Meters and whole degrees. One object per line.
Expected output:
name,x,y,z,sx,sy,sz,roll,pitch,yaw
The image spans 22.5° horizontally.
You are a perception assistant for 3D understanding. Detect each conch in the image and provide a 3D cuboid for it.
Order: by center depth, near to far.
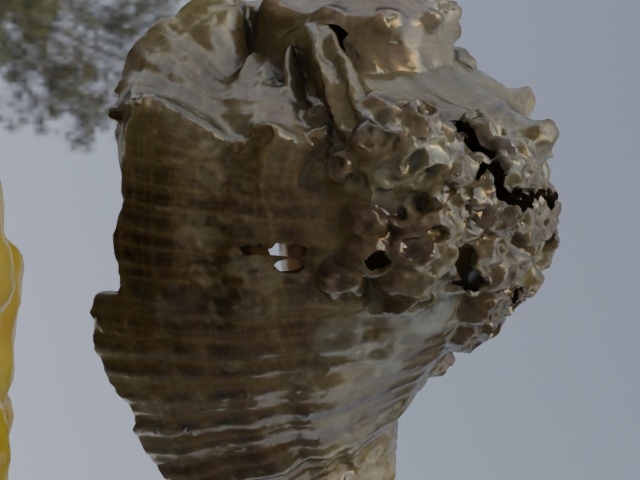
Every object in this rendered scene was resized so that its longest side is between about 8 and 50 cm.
conch,0.000,0.000,0.602,0.163,0.178,0.245,-155,-108,-69

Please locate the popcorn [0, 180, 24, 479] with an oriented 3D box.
popcorn,-0.258,0.034,0.497,0.344,0.354,0.390,-26,-81,5
